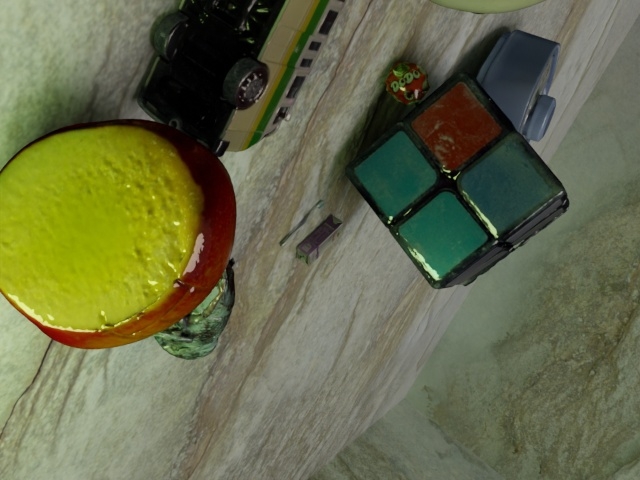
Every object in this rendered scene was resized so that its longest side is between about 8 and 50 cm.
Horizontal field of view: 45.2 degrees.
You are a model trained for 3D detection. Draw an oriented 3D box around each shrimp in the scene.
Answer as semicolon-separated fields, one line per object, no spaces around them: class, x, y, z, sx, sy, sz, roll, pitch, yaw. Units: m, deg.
shrimp;-0.212;0.097;1.207;0.372;0.137;0.172;102;15;-51

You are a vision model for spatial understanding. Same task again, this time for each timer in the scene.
timer;0.483;-0.330;1.890;0.395;0.173;0.395;-55;158;-35

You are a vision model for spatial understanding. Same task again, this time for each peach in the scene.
peach;-0.213;-0.023;0.851;0.274;0.249;0.245;-21;-157;20

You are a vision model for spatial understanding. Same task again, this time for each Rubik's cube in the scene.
Rubik's cube;0.288;-0.108;1.569;0.316;0.318;0.313;-40;167;15

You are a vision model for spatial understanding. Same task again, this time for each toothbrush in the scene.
toothbrush;-0.038;-0.035;1.564;0.131;0.011;0.013;-46;137;-17

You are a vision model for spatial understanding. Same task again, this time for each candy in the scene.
candy;0.191;-0.294;1.568;0.078;0.084;0.287;-46;168;7

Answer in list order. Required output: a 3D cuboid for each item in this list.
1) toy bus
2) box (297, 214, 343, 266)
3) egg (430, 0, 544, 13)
toy bus;-0.077;-0.261;0.933;0.305;0.143;0.179;-61;160;18
box;0.000;0.000;1.662;0.117;0.036;0.051;-44;158;-24
egg;0.279;-0.486;1.141;0.345;0.283;0.283;-31;161;7
